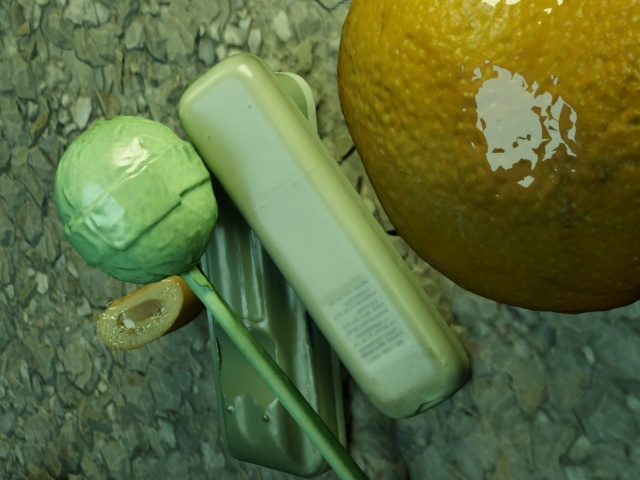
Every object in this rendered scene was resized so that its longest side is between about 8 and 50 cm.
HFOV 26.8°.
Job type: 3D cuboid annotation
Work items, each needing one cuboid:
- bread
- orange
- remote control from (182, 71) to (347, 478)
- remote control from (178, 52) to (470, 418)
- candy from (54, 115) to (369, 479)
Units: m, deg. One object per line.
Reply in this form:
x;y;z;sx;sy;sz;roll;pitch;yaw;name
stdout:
-0.140;0.059;1.175;0.062;0.103;0.049;-25;94;38;bread
0.134;-0.088;0.777;0.264;0.264;0.264;16;114;39;orange
-0.051;0.030;1.105;0.128;0.065;0.335;5;107;40;remote control
0.000;0.000;1.017;0.090;0.038;0.309;-35;91;25;remote control
-0.046;0.093;1.032;0.119;0.119;0.440;-28;102;45;candy
